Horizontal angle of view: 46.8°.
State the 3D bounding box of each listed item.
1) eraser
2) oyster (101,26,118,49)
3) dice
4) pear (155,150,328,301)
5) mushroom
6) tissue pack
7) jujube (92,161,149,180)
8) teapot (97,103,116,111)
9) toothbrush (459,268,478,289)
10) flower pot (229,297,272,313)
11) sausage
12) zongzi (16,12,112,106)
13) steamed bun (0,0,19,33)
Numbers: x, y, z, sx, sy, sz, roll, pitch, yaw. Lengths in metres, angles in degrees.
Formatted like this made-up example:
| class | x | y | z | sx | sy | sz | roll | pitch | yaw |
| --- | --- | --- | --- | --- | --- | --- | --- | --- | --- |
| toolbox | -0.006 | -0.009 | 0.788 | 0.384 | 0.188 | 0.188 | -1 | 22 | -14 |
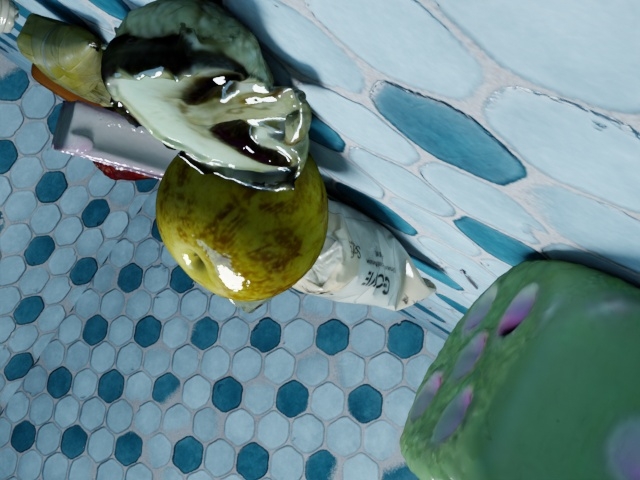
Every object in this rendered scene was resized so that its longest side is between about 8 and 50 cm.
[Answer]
| class | x | y | z | sx | sy | sz | roll | pitch | yaw |
| --- | --- | --- | --- | --- | --- | --- | --- | --- | --- |
| eraser | -0.413 | -0.211 | 1.698 | 0.359 | 0.122 | 0.272 | 14 | -177 | -28 |
| oyster | -0.223 | -0.221 | 1.097 | 0.199 | 0.112 | 0.268 | 31 | 178 | 19 |
| dice | 0.310 | 0.226 | 0.904 | 0.322 | 0.318 | 0.330 | 34 | 174 | 0 |
| pear | -0.116 | -0.047 | 1.156 | 0.281 | 0.280 | 0.281 | 33 | 175 | 3 |
| mushroom | -0.114 | -0.174 | 0.875 | 0.248 | 0.129 | 0.344 | 4 | 165 | 24 |
| tissue pack | 0.000 | 0.000 | 1.461 | 0.390 | 0.195 | 0.376 | 29 | -173 | 35 |
| jujube | -0.502 | -0.256 | 2.057 | 0.216 | 0.216 | 0.342 | 32 | -178 | 11 |
| teapot | -0.493 | -0.357 | 1.719 | 0.085 | 0.080 | 0.110 | 167 | 85 | -88 |
| toothbrush | 0.279 | 0.074 | 1.381 | 0.008 | 0.006 | 0.097 | 24 | 171 | 37 |
| flower pot | -0.140 | 0.037 | 1.858 | 0.290 | 0.259 | 0.290 | 47 | -176 | -5 |
| sausage | -0.639 | -0.406 | 1.936 | 0.349 | 0.097 | 0.094 | 29 | -179 | 29 |
| zongzi | -0.413 | -0.325 | 1.384 | 0.256 | 0.114 | 0.228 | 15 | 168 | 38 |
| steamed bun | -0.750 | -0.509 | 1.612 | 0.183 | 0.106 | 0.183 | 34 | 175 | 3 |
